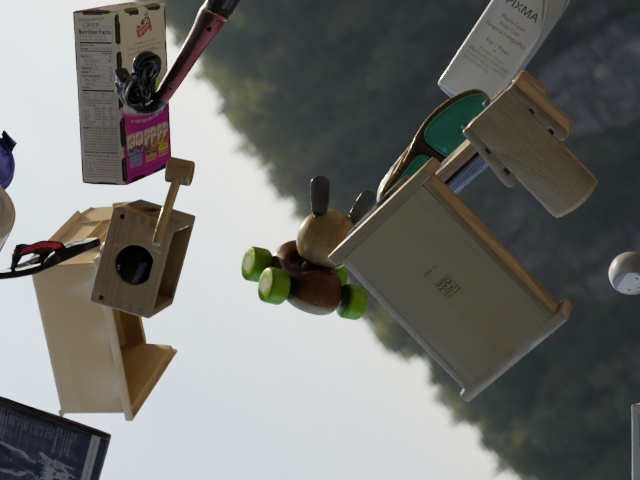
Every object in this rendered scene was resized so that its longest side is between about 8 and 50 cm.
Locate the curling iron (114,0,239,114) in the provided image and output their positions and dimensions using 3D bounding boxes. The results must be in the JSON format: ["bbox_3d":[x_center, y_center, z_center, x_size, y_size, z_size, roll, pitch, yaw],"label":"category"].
[{"bbox_3d":[-0.118,-0.228,1.484,0.068,0.274,0.035,13,-143,-51],"label":"curling iron"}]

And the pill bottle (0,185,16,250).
[{"bbox_3d":[-0.355,0.010,1.405,0.086,0.152,0.086,20,-136,-20],"label":"pill bottle"}]

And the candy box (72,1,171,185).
[{"bbox_3d":[-0.268,-0.203,1.996,0.159,0.071,0.233,-35,-53,-69],"label":"candy box"}]

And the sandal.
[{"bbox_3d":[-0.376,0.015,1.979,0.179,0.067,0.040,-26,-72,-45],"label":"sandal"}]

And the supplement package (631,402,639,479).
[{"bbox_3d":[0.458,0.326,1.760,0.204,0.145,0.261,12,-102,-71],"label":"supplement package"}]

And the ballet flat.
[{"bbox_3d":[0.140,-0.115,1.900,0.073,0.206,0.067,43,176,-16],"label":"ballet flat"}]

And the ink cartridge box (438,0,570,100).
[{"bbox_3d":[0.330,-0.375,2.069,0.091,0.385,0.308,37,-156,4],"label":"ink cartridge box"}]

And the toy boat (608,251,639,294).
[{"bbox_3d":[0.552,-0.059,2.244,0.148,0.318,0.267,16,-175,-2],"label":"toy boat"}]

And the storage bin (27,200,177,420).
[{"bbox_3d":[-0.327,0.103,2.257,0.260,0.123,0.262,-61,-35,-65],"label":"storage bin"}]

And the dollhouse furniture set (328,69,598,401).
[{"bbox_3d":[0.193,-0.029,1.514,0.198,0.286,0.303,46,-156,-1],"label":"dollhouse furniture set"}]

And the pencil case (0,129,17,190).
[{"bbox_3d":[-0.562,-0.057,2.084,0.119,0.306,0.133,7,-124,-50],"label":"pencil case"}]

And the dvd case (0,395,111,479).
[{"bbox_3d":[-0.396,0.284,1.929,0.221,0.164,0.018,19,-151,2],"label":"dvd case"}]

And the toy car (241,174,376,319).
[{"bbox_3d":[0.000,0.000,2.082,0.155,0.188,0.149,13,-163,-27],"label":"toy car"}]

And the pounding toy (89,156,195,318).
[{"bbox_3d":[-0.227,-0.014,1.870,0.094,0.206,0.181,16,-172,6],"label":"pounding toy"}]
